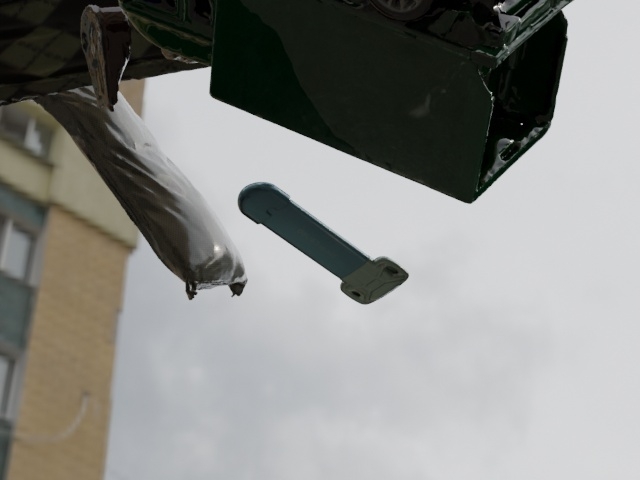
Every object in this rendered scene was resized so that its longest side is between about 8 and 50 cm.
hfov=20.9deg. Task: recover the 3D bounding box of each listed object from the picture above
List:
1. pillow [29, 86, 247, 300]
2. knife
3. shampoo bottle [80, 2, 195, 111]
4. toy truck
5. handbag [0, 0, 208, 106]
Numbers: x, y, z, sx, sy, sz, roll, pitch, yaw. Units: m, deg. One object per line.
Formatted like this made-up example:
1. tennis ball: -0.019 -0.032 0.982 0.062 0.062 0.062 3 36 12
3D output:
1. pillow: -0.150 -0.055 1.492 0.059 0.169 0.255 -41 -103 7
2. knife: 0.000 0.000 0.709 0.027 0.010 0.096 -34 -45 22
3. shampoo bottle: -0.001 -0.107 0.845 0.236 0.068 0.067 -8 -23 -25
4. toy truck: 0.003 -0.081 0.553 0.147 0.065 0.079 24 -52 21
5. handbag: -0.170 -0.292 1.114 0.316 0.180 0.416 -16 -85 5
